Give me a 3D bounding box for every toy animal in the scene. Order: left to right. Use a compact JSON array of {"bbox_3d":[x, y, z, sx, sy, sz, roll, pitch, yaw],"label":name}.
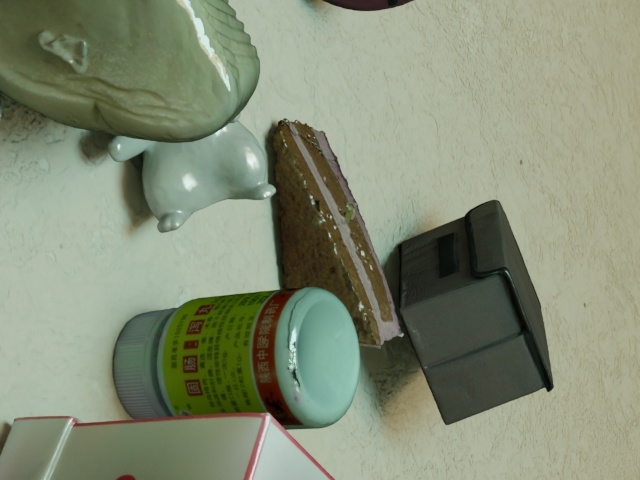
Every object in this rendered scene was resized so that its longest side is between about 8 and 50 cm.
[{"bbox_3d":[-0.154,-0.144,1.573,0.138,0.140,0.282,-103,173,-57],"label":"toy animal"}]

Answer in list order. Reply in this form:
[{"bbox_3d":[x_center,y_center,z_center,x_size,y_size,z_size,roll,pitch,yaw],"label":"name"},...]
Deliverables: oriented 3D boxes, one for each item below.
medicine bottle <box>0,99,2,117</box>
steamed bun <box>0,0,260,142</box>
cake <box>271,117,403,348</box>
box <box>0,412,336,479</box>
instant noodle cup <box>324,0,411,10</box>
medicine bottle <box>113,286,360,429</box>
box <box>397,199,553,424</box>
[{"bbox_3d":[-0.366,-0.137,1.298,0.216,0.090,0.090,27,62,-52],"label":"medicine bottle"},{"bbox_3d":[-0.225,-0.251,1.397,0.247,0.236,0.384,-81,148,-78],"label":"steamed bun"},{"bbox_3d":[0.000,0.000,1.851,0.116,0.112,0.295,2,70,-62],"label":"cake"},{"bbox_3d":[-0.128,0.356,1.370,0.314,0.300,0.312,50,46,-40],"label":"box"},{"bbox_3d":[0.062,-0.423,1.902,0.235,0.234,0.178,61,29,-29],"label":"instant noodle cup"},{"bbox_3d":[-0.083,0.123,1.552,0.139,0.225,0.139,15,72,-54],"label":"medicine bottle"},{"bbox_3d":[0.193,0.089,1.973,0.252,0.153,0.188,-85,153,-67],"label":"box"}]
